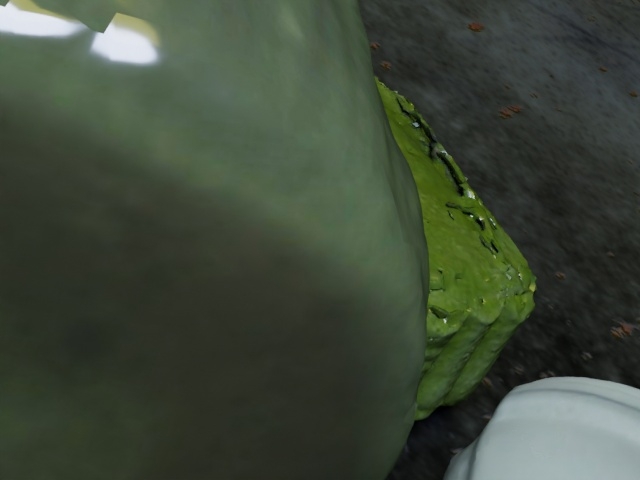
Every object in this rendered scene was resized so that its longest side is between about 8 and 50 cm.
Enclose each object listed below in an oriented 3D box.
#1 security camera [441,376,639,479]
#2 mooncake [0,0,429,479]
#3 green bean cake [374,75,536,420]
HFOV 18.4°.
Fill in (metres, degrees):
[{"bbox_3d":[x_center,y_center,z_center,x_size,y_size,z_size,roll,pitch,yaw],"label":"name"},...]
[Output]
[{"bbox_3d":[0.097,0.182,0.809,0.191,0.277,0.197,47,33,19],"label":"security camera"},{"bbox_3d":[-0.139,0.004,0.748,0.356,0.356,0.194,18,36,-26],"label":"mooncake"},{"bbox_3d":[0.000,0.000,1.110,0.200,0.113,0.214,-6,51,-48],"label":"green bean cake"}]
